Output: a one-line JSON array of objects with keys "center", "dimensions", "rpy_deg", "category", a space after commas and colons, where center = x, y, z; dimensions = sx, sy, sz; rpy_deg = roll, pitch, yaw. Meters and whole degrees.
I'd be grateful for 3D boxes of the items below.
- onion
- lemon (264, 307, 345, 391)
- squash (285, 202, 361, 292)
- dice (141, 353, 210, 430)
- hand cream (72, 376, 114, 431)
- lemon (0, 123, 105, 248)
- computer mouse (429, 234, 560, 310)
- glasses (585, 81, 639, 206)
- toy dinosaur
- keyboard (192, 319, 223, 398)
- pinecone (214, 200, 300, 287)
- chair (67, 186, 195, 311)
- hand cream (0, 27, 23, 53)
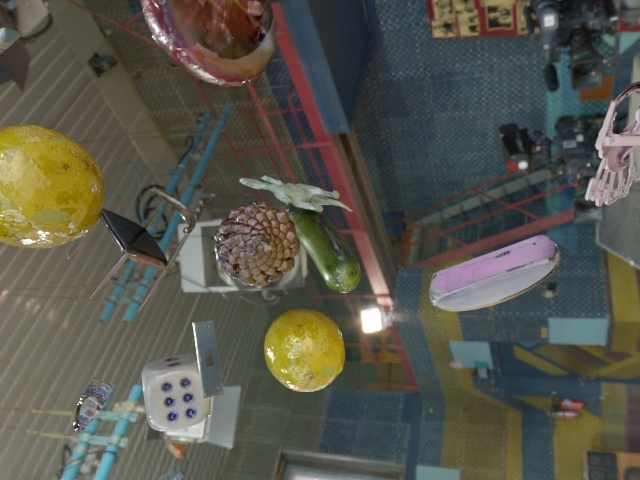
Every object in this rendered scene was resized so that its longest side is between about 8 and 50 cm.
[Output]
[{"center": [-0.212, -0.392, 1.026], "dimensions": [0.272, 0.195, 0.272], "rpy_deg": [20, -117, -45], "category": "onion"}, {"center": [-0.036, 0.235, 1.270], "dimensions": [0.203, 0.178, 0.178], "rpy_deg": [-123, 15, -59], "category": "lemon"}, {"center": [0.000, 0.001, 1.216], "dimensions": [0.331, 0.087, 0.087], "rpy_deg": [51, 165, 51], "category": "squash"}, {"center": [-0.452, 0.472, 1.811], "dimensions": [0.192, 0.194, 0.194], "rpy_deg": [-176, 80, -75], "category": "dice"}, {"center": [-0.582, 0.419, 1.461], "dimensions": [0.163, 0.062, 0.039], "rpy_deg": [-57, 4, 21], "category": "hand cream"}, {"center": [-0.593, -0.108, 1.188], "dimensions": [0.310, 0.257, 0.258], "rpy_deg": [17, -108, -70], "category": "lemon"}, {"center": [0.405, 0.083, 1.354], "dimensions": [0.072, 0.310, 0.158], "rpy_deg": [60, -161, -20], "category": "computer mouse"}, {"center": [0.448, -0.123, 0.728], "dimensions": [0.095, 0.255, 0.162], "rpy_deg": [-128, 24, -48], "category": "glasses"}, {"center": [-0.035, -0.097, 1.257], "dimensions": [0.242, 0.167, 0.053], "rpy_deg": [7, -82, -47], "category": "toy dinosaur"}, {"center": [-0.264, 0.277, 1.357], "dimensions": [0.055, 0.014, 0.176], "rpy_deg": [-1, -103, -45], "category": "keyboard"}, {"center": [-0.120, 0.008, 1.080], "dimensions": [0.173, 0.173, 0.174], "rpy_deg": [-2, -90, -69], "category": "pinecone"}, {"center": [-0.448, 0.004, 1.393], "dimensions": [0.272, 0.188, 0.166], "rpy_deg": [-49, -34, 7], "category": "chair"}, {"center": [-0.645, -0.352, 1.090], "dimensions": [0.043, 0.170, 0.065], "rpy_deg": [58, -172, -10], "category": "hand cream"}]
